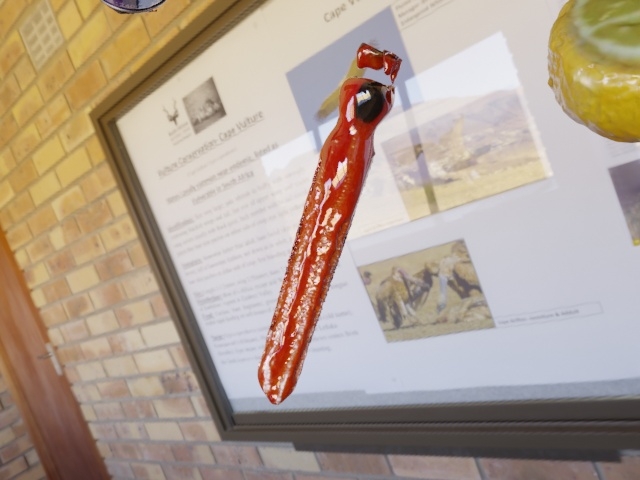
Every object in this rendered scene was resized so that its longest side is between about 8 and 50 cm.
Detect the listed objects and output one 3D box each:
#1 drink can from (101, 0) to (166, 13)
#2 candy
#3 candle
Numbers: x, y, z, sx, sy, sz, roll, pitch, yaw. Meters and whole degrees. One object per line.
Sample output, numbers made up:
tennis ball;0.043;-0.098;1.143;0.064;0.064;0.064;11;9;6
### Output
drink can;-0.152;-0.264;0.378;0.097;0.097;0.235;-22;10;-16
candy;0.390;-0.220;0.550;0.260;0.118;0.259;-14;49;17
candle;0.000;0.000;0.428;0.048;0.329;0.051;24;17;23
